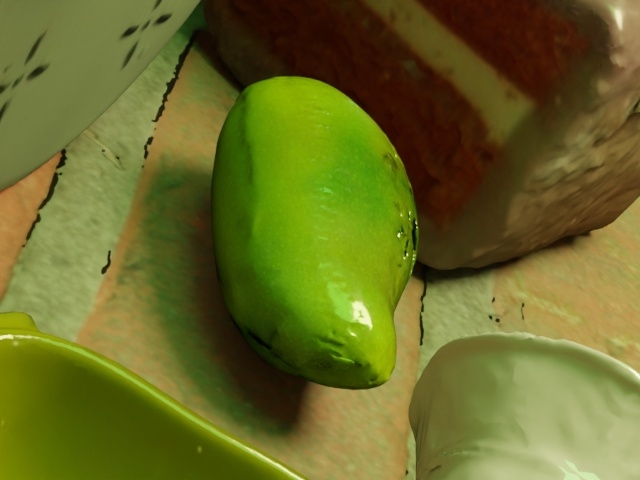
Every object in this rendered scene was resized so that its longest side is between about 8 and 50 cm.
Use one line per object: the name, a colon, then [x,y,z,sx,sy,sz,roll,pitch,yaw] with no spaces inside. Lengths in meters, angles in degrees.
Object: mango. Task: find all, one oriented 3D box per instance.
mango: [0.000,0.000,1.028,0.125,0.111,0.233,9,39,-24]

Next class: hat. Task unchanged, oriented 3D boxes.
hat: [0.100,0.154,0.863,0.203,0.203,0.126,36,52,8]

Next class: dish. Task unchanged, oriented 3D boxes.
dish: [-0.098,0.161,0.724,0.262,0.108,0.221,36,32,5]

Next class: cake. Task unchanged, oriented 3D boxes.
cake: [0.111,-0.153,1.212,0.230,0.237,0.309,-11,52,-47]

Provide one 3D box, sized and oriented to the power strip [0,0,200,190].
power strip: [-0.151,-0.198,0.964,0.161,0.357,0.357,37,32,7]
